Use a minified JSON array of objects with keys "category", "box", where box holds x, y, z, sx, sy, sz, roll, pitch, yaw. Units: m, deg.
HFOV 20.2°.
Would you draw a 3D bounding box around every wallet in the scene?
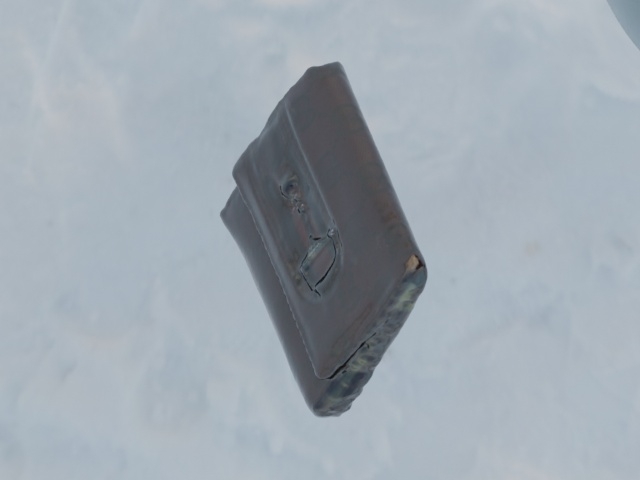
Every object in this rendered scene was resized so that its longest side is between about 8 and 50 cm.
[{"category":"wallet","box":[0.000,0.000,1.358,0.049,0.229,0.182,6,134,-34]}]

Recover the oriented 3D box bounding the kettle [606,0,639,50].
[{"category":"kettle","box":[0.293,-0.219,1.049,0.247,0.342,0.320,17,105,4]}]
